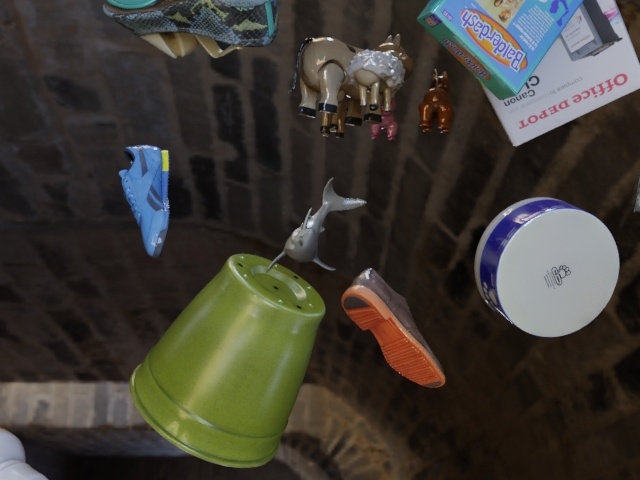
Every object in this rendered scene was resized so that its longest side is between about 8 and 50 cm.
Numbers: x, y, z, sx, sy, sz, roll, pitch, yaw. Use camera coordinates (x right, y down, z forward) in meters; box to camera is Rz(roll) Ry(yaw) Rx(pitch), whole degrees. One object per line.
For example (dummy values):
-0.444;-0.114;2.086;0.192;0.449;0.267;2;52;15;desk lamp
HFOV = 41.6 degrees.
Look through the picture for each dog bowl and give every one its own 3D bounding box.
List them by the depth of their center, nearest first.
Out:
0.446;0.053;1.664;0.104;0.265;0.265;-132;-138;-71;dog bowl

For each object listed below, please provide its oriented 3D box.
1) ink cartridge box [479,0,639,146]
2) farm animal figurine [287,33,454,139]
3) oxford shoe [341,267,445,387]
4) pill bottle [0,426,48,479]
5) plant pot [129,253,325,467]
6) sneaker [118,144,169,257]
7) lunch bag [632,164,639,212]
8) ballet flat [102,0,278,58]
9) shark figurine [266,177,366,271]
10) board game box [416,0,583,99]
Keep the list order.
0.322;-0.331;1.267;0.306;0.226;0.131;56;22;-23;ink cartridge box
0.074;-0.292;1.528;0.327;0.330;0.172;7;88;-49;farm animal figurine
0.209;0.222;2.135;0.363;0.130;0.133;51;46;-17;oxford shoe
-0.355;0.203;0.764;0.117;0.215;0.117;-54;157;-35;pill bottle
-0.172;0.232;1.831;0.353;0.366;0.366;-61;-169;15;plant pot
-0.286;-0.064;1.357;0.069;0.082;0.209;125;-36;-51;sneaker
0.922;-0.198;2.059;0.212;0.256;0.305;-35;133;-62;lunch bag
-0.102;-0.169;0.647;0.188;0.070;0.070;14;-73;47;ballet flat
-0.003;0.003;1.654;0.166;0.116;0.278;-52;-179;29;shark figurine
0.247;-0.315;1.099;0.210;0.160;0.047;-53;-164;-12;board game box
